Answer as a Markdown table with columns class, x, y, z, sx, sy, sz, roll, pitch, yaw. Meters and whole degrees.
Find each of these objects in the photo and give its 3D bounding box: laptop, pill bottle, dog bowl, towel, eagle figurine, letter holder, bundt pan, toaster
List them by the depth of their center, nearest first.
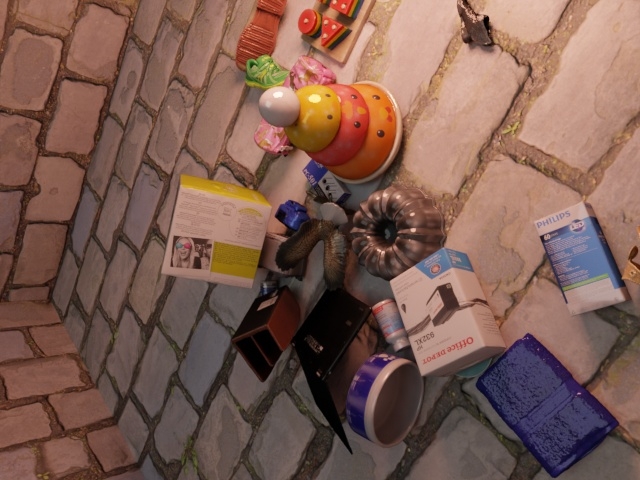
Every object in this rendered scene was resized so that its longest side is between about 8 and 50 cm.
| class | x | y | z | sx | sy | sz | roll | pitch | yaw |
| --- | --- | --- | --- | --- | --- | --- | --- | --- | --- |
| towel | 0.587 | 0.428 | 1.412 | 0.228 | 0.076 | 0.308 | -52 | 57 | 20 |
| dog bowl | 0.200 | 0.481 | 1.623 | 0.104 | 0.265 | 0.265 | 12 | 97 | 43 |
| bundt pan | 0.227 | -0.021 | 1.710 | 0.330 | 0.124 | 0.331 | -2 | 88 | 41 |
| pill bottle | 0.234 | 0.274 | 1.717 | 0.087 | 0.087 | 0.160 | -41 | 62 | 33 |
| laptop | 0.066 | 0.405 | 1.790 | 0.408 | 0.236 | 0.382 | -56 | 19 | -4 |
| eagle figurine | 0.006 | 0.004 | 1.848 | 0.226 | 0.225 | 0.298 | 17 | 79 | 48 |
| letter holder | -0.165 | 0.339 | 1.943 | 0.152 | 0.302 | 0.214 | -25 | 105 | 19 |
| toaster | -0.142 | 0.056 | 2.035 | 0.227 | 0.129 | 0.146 | 19 | 99 | 43 |
| pill bottle | -0.206 | 0.219 | 2.128 | 0.067 | 0.067 | 0.120 | -3 | 87 | 42 |

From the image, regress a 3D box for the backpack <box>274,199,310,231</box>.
| class | x | y | z | sx | sy | sz | roll | pitch | yaw |
| --- | --- | --- | --- | --- | --- | --- | --- | --- | --- |
| backpack | -0.098 | -0.090 | 2.020 | 0.120 | 0.098 | 0.101 | 40 | 111 | 36 |

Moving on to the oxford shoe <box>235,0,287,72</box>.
| class | x | y | z | sx | sy | sz | roll | pitch | yaw |
| --- | --- | --- | --- | --- | --- | --- | --- | --- | --- |
| oxford shoe | -0.235 | -0.874 | 2.173 | 0.397 | 0.140 | 0.146 | -56 | 24 | 31 |

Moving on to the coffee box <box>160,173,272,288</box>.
| class | x | y | z | sx | sy | sz | roll | pitch | yaw |
| --- | --- | --- | --- | --- | --- | --- | --- | --- | --- |
| coffee box | -0.404 | -0.044 | 2.053 | 0.337 | 0.338 | 0.334 | -135 | 59 | -70 |

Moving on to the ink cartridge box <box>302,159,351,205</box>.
| class | x | y | z | sx | sy | sz | roll | pitch | yaw |
| --- | --- | --- | --- | --- | --- | --- | --- | --- | --- |
| ink cartridge box | 0.021 | -0.213 | 1.951 | 0.097 | 0.046 | 0.207 | -47 | 59 | 29 |

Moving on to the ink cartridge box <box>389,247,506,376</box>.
| class | x | y | z | sx | sy | sz | roll | pitch | yaw |
| --- | --- | --- | --- | --- | --- | --- | --- | --- | --- |
| ink cartridge box | 0.359 | 0.211 | 1.547 | 0.223 | 0.129 | 0.307 | -37 | 55 | 34 |

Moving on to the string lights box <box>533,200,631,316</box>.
| class | x | y | z | sx | sy | sz | roll | pitch | yaw |
| --- | --- | --- | --- | --- | --- | --- | --- | --- | --- |
| string lights box | 0.658 | 0.047 | 1.350 | 0.133 | 0.076 | 0.260 | -27 | 71 | 38 |

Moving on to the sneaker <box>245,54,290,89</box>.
| class | x | y | z | sx | sy | sz | roll | pitch | yaw |
| --- | --- | --- | --- | --- | --- | --- | --- | --- | --- |
| sneaker | -0.206 | -0.664 | 2.109 | 0.295 | 0.109 | 0.124 | 20 | 128 | 41 |

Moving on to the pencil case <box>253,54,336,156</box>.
| class | x | y | z | sx | sy | sz | roll | pitch | yaw |
| --- | --- | --- | --- | --- | --- | --- | --- | --- | --- |
| pencil case | -0.099 | -0.499 | 1.995 | 0.167 | 0.160 | 0.386 | 37 | 115 | 5 |

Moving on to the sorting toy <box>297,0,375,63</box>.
| class | x | y | z | sx | sy | sz | roll | pitch | yaw |
| --- | --- | --- | --- | --- | --- | --- | --- | --- | --- |
| sorting toy | 0.039 | -0.812 | 1.923 | 0.257 | 0.089 | 0.255 | 42 | 116 | 34 |

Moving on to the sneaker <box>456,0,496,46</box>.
| class | x | y | z | sx | sy | sz | roll | pitch | yaw |
| --- | --- | --- | --- | --- | --- | --- | --- | --- | --- |
| sneaker | 0.457 | -0.647 | 1.571 | 0.089 | 0.051 | 0.170 | -8 | 88 | 41 |

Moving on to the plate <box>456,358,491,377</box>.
| class | x | y | z | sx | sy | sz | roll | pitch | yaw |
| --- | --- | --- | --- | --- | --- | --- | --- | --- | --- |
| plate | 0.427 | 0.310 | 1.585 | 0.188 | 0.024 | 0.188 | -2 | 87 | 43 |

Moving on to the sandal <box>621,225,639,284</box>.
| class | x | y | z | sx | sy | sz | roll | pitch | yaw |
| --- | --- | --- | --- | --- | --- | --- | --- | --- | --- |
| sandal | 0.754 | 0.091 | 1.255 | 0.079 | 0.088 | 0.240 | -24 | 78 | 33 |

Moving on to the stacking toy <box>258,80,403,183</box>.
| class | x | y | z | sx | sy | sz | roll | pitch | yaw |
| --- | --- | --- | --- | --- | --- | --- | --- | --- | --- |
| stacking toy | 0.000 | -0.370 | 1.683 | 0.350 | 0.480 | 0.351 | -1 | 89 | 42 |
